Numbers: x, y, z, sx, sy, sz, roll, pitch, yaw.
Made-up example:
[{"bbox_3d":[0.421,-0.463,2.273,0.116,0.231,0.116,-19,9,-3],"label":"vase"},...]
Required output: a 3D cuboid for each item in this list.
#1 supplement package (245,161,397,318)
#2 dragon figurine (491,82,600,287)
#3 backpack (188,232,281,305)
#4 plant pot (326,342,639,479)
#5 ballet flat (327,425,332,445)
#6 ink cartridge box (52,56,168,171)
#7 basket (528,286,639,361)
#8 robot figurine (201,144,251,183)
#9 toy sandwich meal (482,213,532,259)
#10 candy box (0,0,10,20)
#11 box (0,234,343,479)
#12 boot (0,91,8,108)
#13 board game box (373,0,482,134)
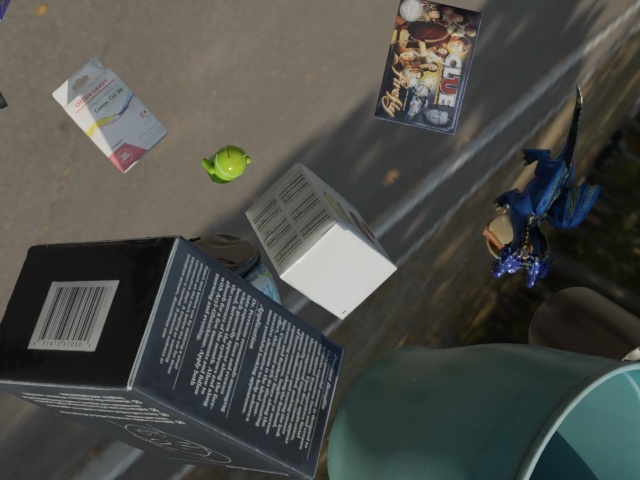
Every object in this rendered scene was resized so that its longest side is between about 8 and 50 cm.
[{"bbox_3d":[0.000,0.000,1.882,0.149,0.203,0.194,-44,133,11],"label":"supplement package"},{"bbox_3d":[0.332,-0.069,1.420,0.289,0.085,0.144,-56,-155,10],"label":"dragon figurine"},{"bbox_3d":[-0.201,0.196,2.052,0.290,0.273,0.355,-28,132,-65],"label":"backpack"},{"bbox_3d":[0.152,0.212,0.898,0.272,0.255,0.271,-9,104,-39],"label":"plant pot"},{"bbox_3d":[0.068,0.278,1.324,0.123,0.123,0.348,-54,-168,2],"label":"ballet flat"},{"bbox_3d":[-0.388,-0.234,1.842,0.115,0.198,0.067,-44,-173,-6],"label":"ink cartridge box"},{"bbox_3d":[0.381,0.162,1.318,0.154,0.204,0.227,-32,-152,-3],"label":"basket"},{"bbox_3d":[-0.194,-0.158,2.082,0.101,0.067,0.115,-18,176,-31],"label":"robot figurine"},{"bbox_3d":[0.301,-0.004,1.593,0.085,0.086,0.029,-48,168,-27],"label":"toy sandwich meal"},{"bbox_3d":[-0.580,-0.514,1.530,0.268,0.122,0.317,-96,172,-54],"label":"candy box"},{"bbox_3d":[-0.205,0.174,1.415,0.395,0.294,0.212,40,57,-45],"label":"box"},{"bbox_3d":[-0.572,-0.219,1.663,0.099,0.045,0.121,-30,-156,-10],"label":"boot"},{"bbox_3d":[0.211,-0.344,1.977,0.042,0.165,0.243,-59,161,-84],"label":"board game box"}]
